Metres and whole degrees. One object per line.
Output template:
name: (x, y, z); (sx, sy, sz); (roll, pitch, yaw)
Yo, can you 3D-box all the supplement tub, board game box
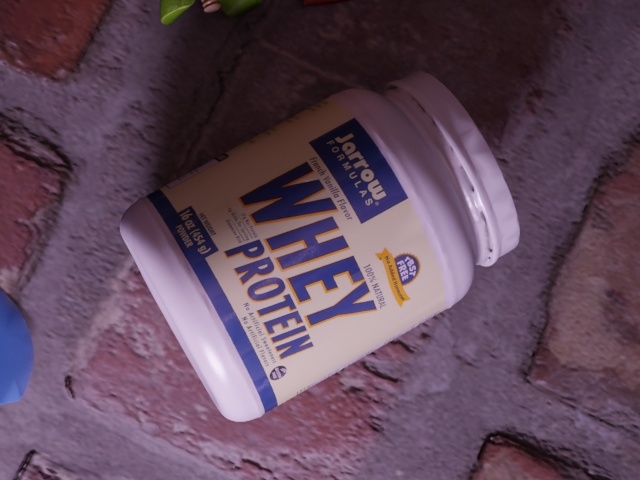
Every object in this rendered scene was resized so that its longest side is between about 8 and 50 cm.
supplement tub: (0.000, 0.000, 1.289); (0.325, 0.235, 0.235); (-29, 96, -9)
board game box: (-0.366, 0.108, 1.311); (0.169, 0.033, 0.133); (-9, 72, -34)

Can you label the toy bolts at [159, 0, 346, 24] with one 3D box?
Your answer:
toy bolts: (-0.043, -0.319, 1.307); (0.229, 0.218, 0.158); (-11, 87, -28)
